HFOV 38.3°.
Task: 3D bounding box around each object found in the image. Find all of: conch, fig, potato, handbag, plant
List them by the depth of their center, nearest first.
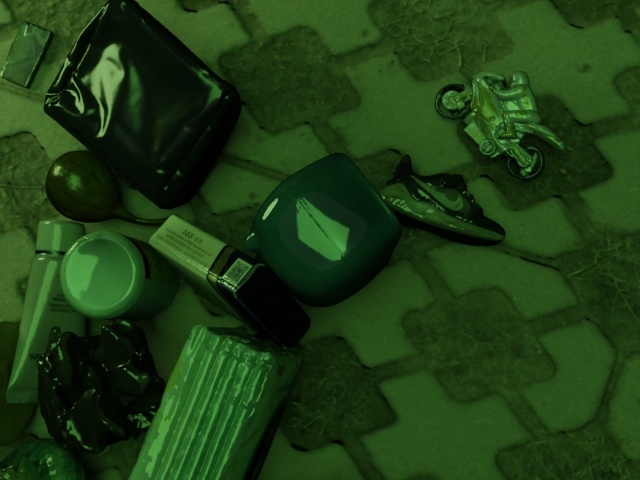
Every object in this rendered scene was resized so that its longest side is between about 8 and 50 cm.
[{"bbox_3d":[-0.341,0.230,1.458,0.188,0.276,0.199,-17,79,-27],"label":"plant"},{"bbox_3d":[-0.455,0.414,1.543,0.188,0.122,0.176,37,119,9],"label":"conch"},{"bbox_3d":[-0.589,0.242,1.564,0.158,0.178,0.204,-5,108,23],"label":"potato"},{"bbox_3d":[-0.279,-0.242,1.564,0.302,0.178,0.275,40,105,11],"label":"handbag"},{"bbox_3d":[-0.361,-0.068,1.600,0.236,0.124,0.124,27,88,-10],"label":"fig"}]

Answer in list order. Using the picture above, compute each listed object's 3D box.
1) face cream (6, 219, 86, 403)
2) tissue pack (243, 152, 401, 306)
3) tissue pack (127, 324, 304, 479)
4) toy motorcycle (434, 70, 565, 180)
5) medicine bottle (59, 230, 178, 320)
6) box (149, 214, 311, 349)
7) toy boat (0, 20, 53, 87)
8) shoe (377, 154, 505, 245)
[{"bbox_3d":[-0.458,0.123,1.589,0.143,0.089,0.314,7,84,-36],"label":"face cream"},{"bbox_3d":[0.000,0.000,1.441,0.206,0.287,0.198,-39,85,-4],"label":"tissue pack"},{"bbox_3d":[-0.173,0.329,1.431,0.162,0.287,0.388,22,87,10],"label":"tissue pack"},{"bbox_3d":[0.306,-0.209,1.536,0.228,0.074,0.151,43,96,19],"label":"toy motorcycle"},{"bbox_3d":[-0.322,0.063,1.509,0.139,0.225,0.139,-1,83,8],"label":"medicine bottle"},{"bbox_3d":[-0.145,0.064,1.456,0.259,0.168,0.071,24,69,45],"label":"box"},{"bbox_3d":[-0.538,-0.340,1.687,0.063,0.016,0.115,23,88,9],"label":"toy boat"},{"bbox_3d":[0.203,-0.066,1.526,0.227,0.099,0.112,18,79,10],"label":"shoe"}]
